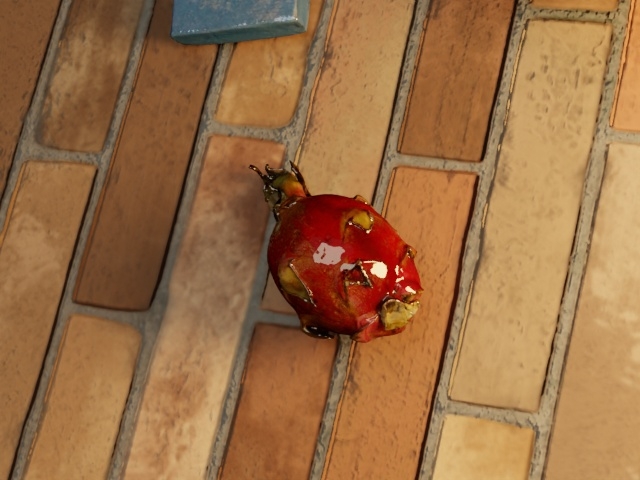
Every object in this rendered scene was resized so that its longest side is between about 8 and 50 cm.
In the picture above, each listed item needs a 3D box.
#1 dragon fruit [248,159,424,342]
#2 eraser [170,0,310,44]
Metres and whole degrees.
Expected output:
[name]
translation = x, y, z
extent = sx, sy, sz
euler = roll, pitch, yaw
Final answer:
[dragon fruit]
translation = 0.000, 0.000, 1.483
extent = 0.125, 0.125, 0.246
euler = -46, 46, 13
[eraser]
translation = -0.076, -0.353, 1.666
extent = 0.144, 0.042, 0.312
euler = -4, 69, 17
